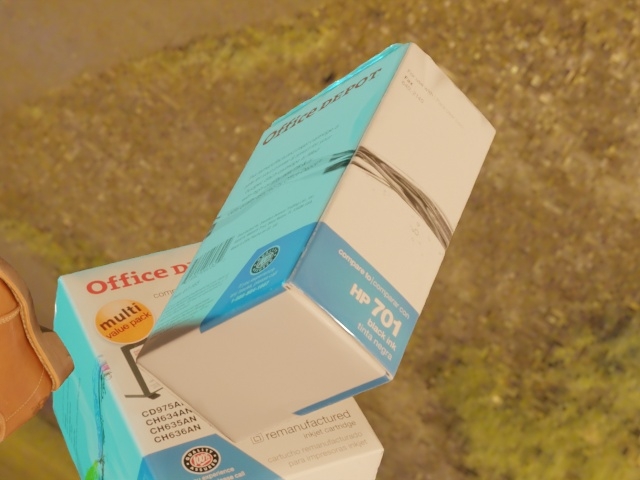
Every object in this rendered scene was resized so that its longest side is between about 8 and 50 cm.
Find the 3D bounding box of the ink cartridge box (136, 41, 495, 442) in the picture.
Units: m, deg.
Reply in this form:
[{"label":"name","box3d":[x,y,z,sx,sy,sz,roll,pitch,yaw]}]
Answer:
[{"label":"ink cartridge box","box3d":[0.000,0.000,0.772,0.082,0.191,0.139,43,138,-18]}]

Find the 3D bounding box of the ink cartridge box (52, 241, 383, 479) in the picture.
[{"label":"ink cartridge box","box3d":[-0.090,0.141,1.082,0.233,0.171,0.168,57,149,36]}]

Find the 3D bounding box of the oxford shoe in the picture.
[{"label":"oxford shoe","box3d":[-0.200,0.044,0.753,0.076,0.076,0.212,18,151,30]}]
